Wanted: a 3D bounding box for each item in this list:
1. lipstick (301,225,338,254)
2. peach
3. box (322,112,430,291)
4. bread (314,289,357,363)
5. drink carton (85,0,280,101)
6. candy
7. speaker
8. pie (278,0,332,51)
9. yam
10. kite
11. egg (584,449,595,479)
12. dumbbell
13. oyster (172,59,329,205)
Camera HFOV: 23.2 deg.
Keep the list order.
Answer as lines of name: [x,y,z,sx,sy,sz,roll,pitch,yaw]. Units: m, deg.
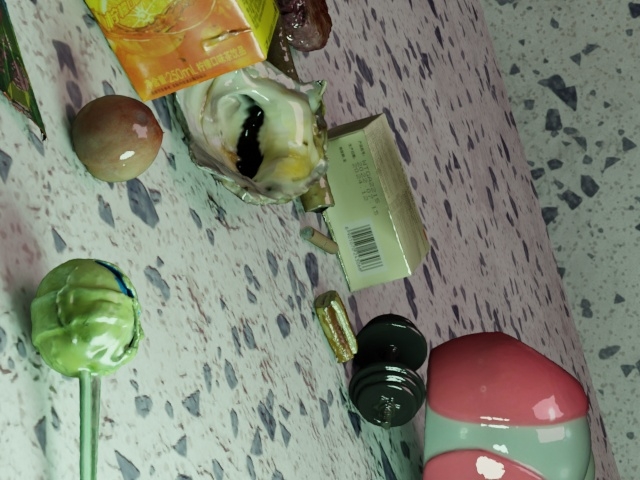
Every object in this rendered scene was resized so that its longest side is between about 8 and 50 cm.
lipstick: [0.000,0.000,2.011,0.094,0.019,0.019,34,42,-66]
peach: [-0.186,-0.095,1.426,0.083,0.083,0.083,-17,90,-73]
box: [0.067,-0.056,2.148,0.168,0.095,0.212,-41,113,-70]
bread: [0.022,0.107,1.947,0.047,0.036,0.083,-73,145,-67]
drink carton: [-0.180,-0.323,1.526,0.111,0.155,0.351,-82,150,-54]
candy: [-0.182,0.174,1.204,0.093,0.092,0.335,125,-35,-64]
speaker: [0.222,0.275,2.055,0.294,0.294,0.294,-17,90,-73]
pie: [-0.045,-0.365,2.167,0.204,0.054,0.218,-12,82,-75]
yam: [-0.043,-0.192,2.028,0.045,0.045,0.326,-5,74,-36]
kite: [-0.305,-0.231,1.285,0.234,0.016,0.321,-89,156,-45]
egg: [0.331,0.367,2.414,0.182,0.183,0.264,68,24,-16]
dumbbell: [0.087,0.164,1.986,0.208,0.099,0.099,-83,151,-53]
oyster: [-0.079,-0.125,1.753,0.271,0.100,0.275,55,37,-40]
